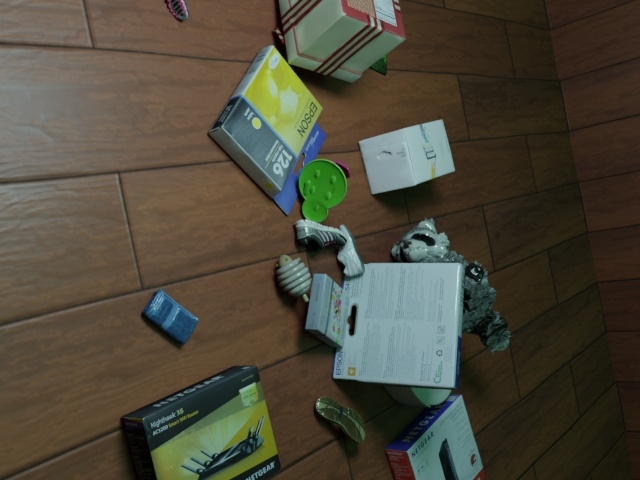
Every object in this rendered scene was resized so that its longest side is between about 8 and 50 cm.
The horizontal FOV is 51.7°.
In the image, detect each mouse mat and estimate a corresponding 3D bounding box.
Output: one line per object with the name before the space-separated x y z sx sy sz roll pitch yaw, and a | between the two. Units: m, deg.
mouse mat | 0.148 -0.611 2.056 0.189 0.007 0.153 10 75 -47

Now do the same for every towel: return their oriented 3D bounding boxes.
towel | -0.313 0.161 1.383 0.119 0.029 0.067 47 52 -32

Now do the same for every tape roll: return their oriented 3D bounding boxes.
tape roll | 0.292 0.346 1.961 0.286 0.100 0.287 12 74 -47

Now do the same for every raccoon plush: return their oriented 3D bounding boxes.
raccoon plush | 0.371 0.148 1.974 0.446 0.216 0.299 59 1 -42

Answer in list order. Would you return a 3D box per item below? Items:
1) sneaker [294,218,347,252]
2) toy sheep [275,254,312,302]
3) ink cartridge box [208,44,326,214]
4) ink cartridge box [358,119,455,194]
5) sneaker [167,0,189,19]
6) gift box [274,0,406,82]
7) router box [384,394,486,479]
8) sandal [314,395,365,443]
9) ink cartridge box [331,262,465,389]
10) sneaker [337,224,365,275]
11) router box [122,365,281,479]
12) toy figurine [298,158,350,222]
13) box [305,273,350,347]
sneaker | 0.000 0.000 1.735 0.170 0.063 0.075 18 69 -39
toy sheep | -0.063 0.093 1.631 0.091 0.091 0.132 -34 89 -46
ink cartridge box | -0.103 -0.277 1.672 0.307 0.072 0.304 45 52 -30
ink cartridge box | 0.261 -0.251 1.987 0.232 0.171 0.168 -21 98 -47
sneaker | -0.328 -0.562 1.498 0.119 0.047 0.057 63 33 -20
gift box | 0.047 -0.591 1.729 0.255 0.258 0.277 11 63 -37
router box | 0.352 0.674 1.978 0.335 0.082 0.301 -28 103 -47
sandal | 0.048 0.464 1.715 0.180 0.049 0.072 37 50 -20
ink cartridge box | 0.208 0.220 1.746 0.071 0.329 0.324 38 55 -58
sneaker | 0.071 0.027 1.812 0.053 0.061 0.152 36 33 -63
router box | -0.237 0.425 1.377 0.308 0.081 0.243 -17 95 -48
toy figurine | 0.024 -0.147 1.762 0.159 0.130 0.173 -43 151 -64
box | 0.022 0.183 1.697 0.186 0.038 0.145 48 47 -59
